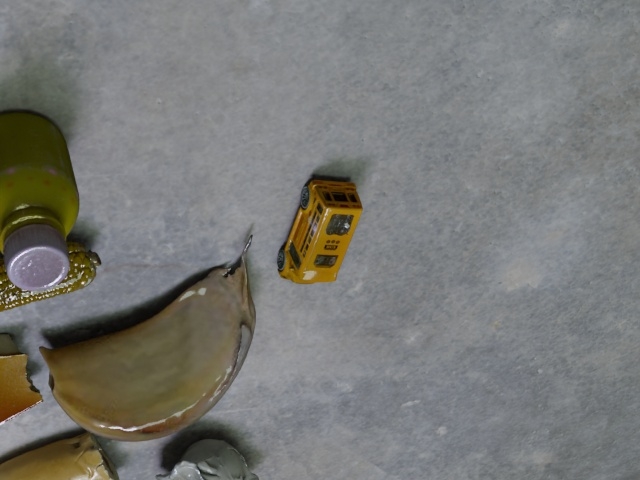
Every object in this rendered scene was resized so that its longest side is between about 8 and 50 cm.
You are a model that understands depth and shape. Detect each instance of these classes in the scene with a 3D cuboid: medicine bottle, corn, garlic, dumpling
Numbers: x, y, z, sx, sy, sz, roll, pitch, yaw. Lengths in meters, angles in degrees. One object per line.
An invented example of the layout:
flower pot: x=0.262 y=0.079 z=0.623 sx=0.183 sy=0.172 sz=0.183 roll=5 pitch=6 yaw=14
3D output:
medicine bottle: x=-0.330 y=-0.038 z=1.548 sx=0.122 sy=0.212 sz=0.121 roll=-11 pitch=134 yaw=-11
corn: x=-0.375 y=0.049 z=1.716 sx=0.207 sy=0.068 sz=0.068 roll=-15 pitch=135 yaw=-5
garlic: x=-0.193 y=0.153 z=1.840 sx=0.338 sy=0.151 sz=0.196 roll=-28 pitch=122 yaw=3
dumpling: x=-0.175 y=0.355 z=2.061 sx=0.127 sy=0.108 sz=0.188 roll=-12 pitch=156 yaw=27

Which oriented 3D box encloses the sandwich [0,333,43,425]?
sandwich: x=-0.454 y=0.210 z=1.841 sx=0.163 sy=0.058 sz=0.193 roll=-1 pitch=129 yaw=-21

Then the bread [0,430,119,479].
bread: x=-0.373 y=0.354 z=1.987 sx=0.173 sy=0.085 sz=0.134 roll=-23 pitch=135 yaw=0

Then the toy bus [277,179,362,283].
toy bus: x=0.000 y=0.000 z=1.809 sx=0.070 sy=0.074 sz=0.162 roll=2 pitch=129 yaw=-25
